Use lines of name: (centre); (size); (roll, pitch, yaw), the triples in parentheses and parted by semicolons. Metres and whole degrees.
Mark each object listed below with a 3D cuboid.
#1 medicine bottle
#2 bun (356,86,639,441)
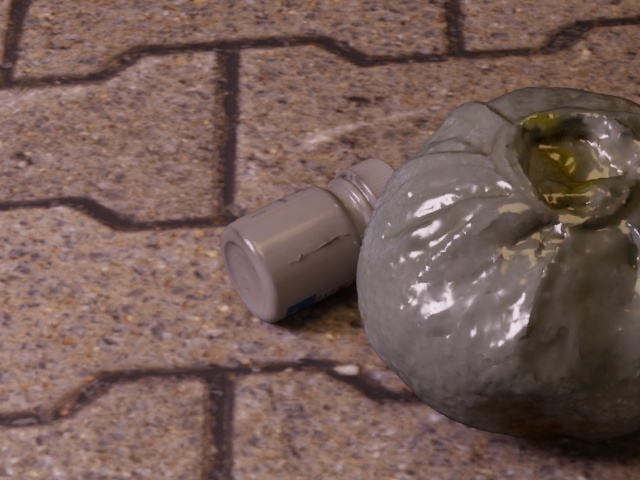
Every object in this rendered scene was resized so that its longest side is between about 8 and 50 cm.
medicine bottle: (0.000, 0.000, 1.695); (0.168, 0.105, 0.105); (-26, 46, -20)
bun: (0.209, 0.008, 1.561); (0.362, 0.211, 0.362); (1, 55, -1)
